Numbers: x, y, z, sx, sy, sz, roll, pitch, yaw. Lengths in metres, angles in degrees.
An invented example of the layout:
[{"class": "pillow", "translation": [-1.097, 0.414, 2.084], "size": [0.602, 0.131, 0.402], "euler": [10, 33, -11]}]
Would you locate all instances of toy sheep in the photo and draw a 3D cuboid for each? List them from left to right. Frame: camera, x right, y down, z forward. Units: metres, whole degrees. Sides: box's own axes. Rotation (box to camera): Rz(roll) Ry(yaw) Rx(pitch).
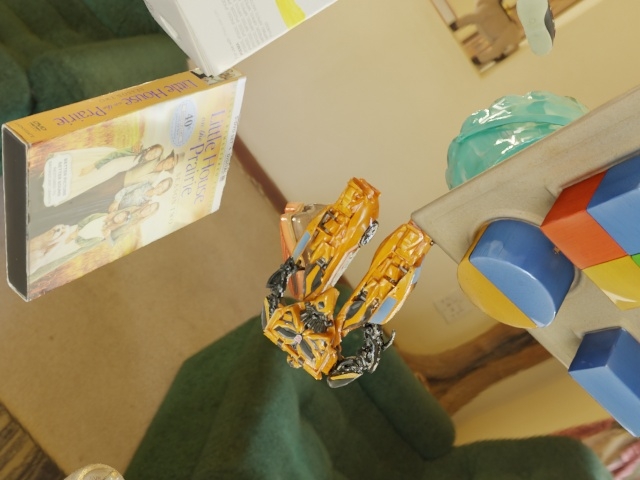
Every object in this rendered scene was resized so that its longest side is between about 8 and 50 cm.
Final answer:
[{"class": "toy sheep", "translation": [-0.244, 0.285, 0.759], "size": [0.091, 0.132, 0.091], "euler": [29, 27, -17]}]

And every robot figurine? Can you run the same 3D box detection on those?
[{"class": "robot figurine", "translation": [0.026, 0.068, 1.001], "size": [0.211, 0.291, 0.085], "euler": [37, 15, 19]}]

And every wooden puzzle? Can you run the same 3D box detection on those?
[{"class": "wooden puzzle", "translation": [0.255, 0.057, 0.570], "size": [0.322, 0.348, 0.080], "euler": [43, 66, -8]}]

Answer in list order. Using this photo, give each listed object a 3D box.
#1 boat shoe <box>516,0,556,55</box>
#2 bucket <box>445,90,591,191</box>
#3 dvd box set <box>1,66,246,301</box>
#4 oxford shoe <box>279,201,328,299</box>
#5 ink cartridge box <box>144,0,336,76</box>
[{"class": "boat shoe", "translation": [0.351, -0.368, 1.143], "size": [0.133, 0.049, 0.042], "euler": [61, 41, -37]}, {"class": "bucket", "translation": [0.340, -0.083, 1.092], "size": [0.281, 0.281, 0.183], "euler": [50, 19, -20]}, {"class": "dvd box set", "translation": [-0.309, -0.105, 1.151], "size": [0.062, 0.308, 0.420], "euler": [37, 41, 21]}, {"class": "oxford shoe", "translation": [0.000, 0.000, 1.271], "size": [0.364, 0.132, 0.130], "euler": [-89, 174, -69]}, {"class": "ink cartridge box", "translation": [-0.106, -0.484, 1.177], "size": [0.279, 0.384, 0.160], "euler": [48, -10, 39]}]
